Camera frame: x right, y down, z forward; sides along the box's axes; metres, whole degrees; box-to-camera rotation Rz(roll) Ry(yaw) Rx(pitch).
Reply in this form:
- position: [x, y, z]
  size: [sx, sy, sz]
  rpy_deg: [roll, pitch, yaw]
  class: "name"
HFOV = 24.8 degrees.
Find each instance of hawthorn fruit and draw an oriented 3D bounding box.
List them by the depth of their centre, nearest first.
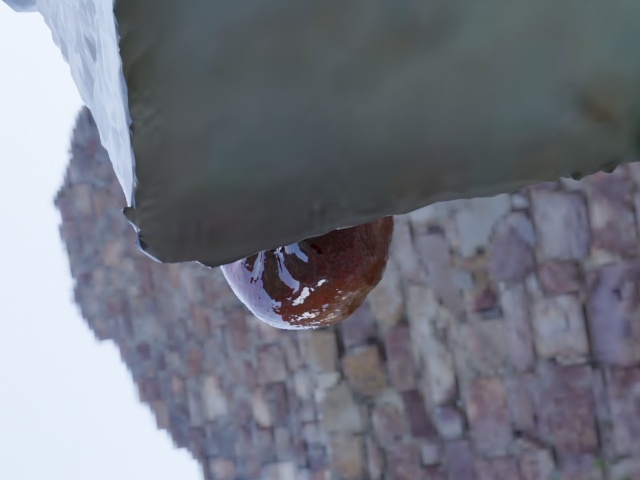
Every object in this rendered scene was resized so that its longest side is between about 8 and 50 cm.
- position: [0.000, 0.000, 1.320]
  size: [0.194, 0.157, 0.157]
  rpy_deg: [-4, -96, -61]
  class: "hawthorn fruit"

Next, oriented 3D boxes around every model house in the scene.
- position: [-0.017, -0.197, 0.457]
  size: [0.284, 0.243, 0.298]
  rpy_deg: [49, 145, 44]
  class: "model house"
